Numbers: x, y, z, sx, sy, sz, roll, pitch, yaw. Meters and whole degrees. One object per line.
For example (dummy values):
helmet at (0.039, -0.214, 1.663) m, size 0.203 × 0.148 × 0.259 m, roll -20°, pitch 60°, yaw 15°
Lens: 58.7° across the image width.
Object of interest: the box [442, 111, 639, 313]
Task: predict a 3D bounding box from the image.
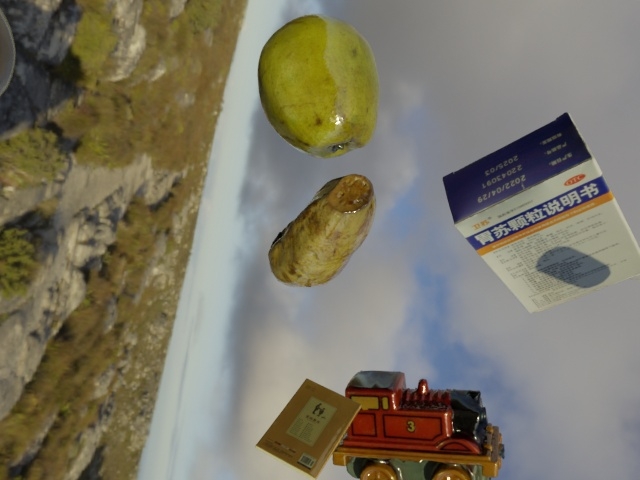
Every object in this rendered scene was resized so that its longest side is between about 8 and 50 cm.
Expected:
box at (0.349, -0.024, 0.876) m, size 0.200 × 0.299 × 0.106 m, roll -27°, pitch -138°, yaw 26°

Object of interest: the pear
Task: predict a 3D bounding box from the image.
pear at (-0.001, -0.311, 1.168) m, size 0.253 × 0.252 × 0.307 m, roll 124°, pitch -50°, yaw -62°

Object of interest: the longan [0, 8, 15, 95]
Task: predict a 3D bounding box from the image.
longan at (-0.582, -0.295, 0.820) m, size 0.258 × 0.258 × 0.258 m, roll -170°, pitch -90°, yaw -78°

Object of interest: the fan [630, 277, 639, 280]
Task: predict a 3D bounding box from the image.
fan at (0.707, 0.079, 1.179) m, size 0.182 × 0.310 × 0.010 m, roll 63°, pitch 34°, yaw -36°

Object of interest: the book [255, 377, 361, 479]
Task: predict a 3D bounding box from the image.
book at (-0.017, 0.322, 0.991) m, size 0.172 × 0.118 × 0.012 m, roll -44°, pitch 148°, yaw -46°

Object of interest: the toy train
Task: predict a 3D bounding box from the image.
toy train at (0.179, 0.387, 1.154) m, size 0.163 × 0.368 × 0.232 m, roll -26°, pitch 111°, yaw -70°

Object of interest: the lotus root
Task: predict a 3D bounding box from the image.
lotus root at (0.000, 0.000, 0.720) m, size 0.110 × 0.097 × 0.258 m, roll -49°, pitch -179°, yaw -27°
